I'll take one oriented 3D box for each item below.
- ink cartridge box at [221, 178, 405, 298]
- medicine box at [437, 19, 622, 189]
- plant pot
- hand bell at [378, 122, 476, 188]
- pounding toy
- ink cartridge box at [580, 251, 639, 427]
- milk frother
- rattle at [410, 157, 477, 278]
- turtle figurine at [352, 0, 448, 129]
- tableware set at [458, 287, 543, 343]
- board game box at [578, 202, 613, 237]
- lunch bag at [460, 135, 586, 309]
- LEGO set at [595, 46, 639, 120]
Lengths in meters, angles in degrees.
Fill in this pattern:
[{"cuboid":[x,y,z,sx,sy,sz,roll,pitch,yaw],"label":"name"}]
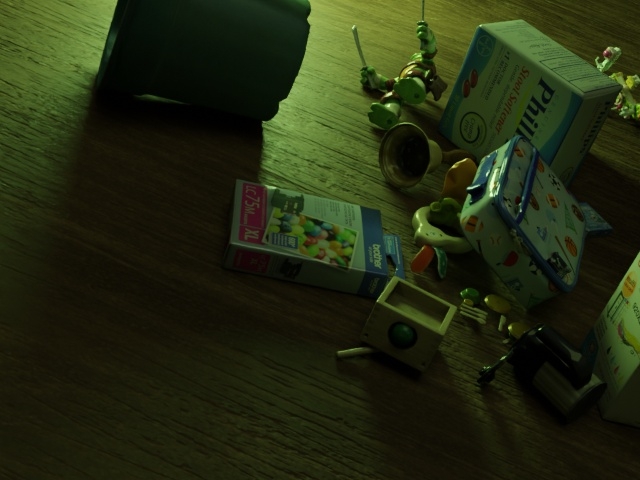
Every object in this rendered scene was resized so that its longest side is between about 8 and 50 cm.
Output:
[{"cuboid":[0.000,0.000,1.529,0.311,0.065,0.185,14,36,-11],"label":"ink cartridge box"},{"cuboid":[0.426,-0.272,1.917,0.149,0.263,0.289,-16,48,-39],"label":"medicine box"},{"cuboid":[-0.216,-0.393,1.746,0.334,0.341,0.341,17,34,-19],"label":"plant pot"},{"cuboid":[0.241,-0.165,1.849,0.242,0.126,0.126,-2,39,-47],"label":"hand bell"},{"cuboid":[0.116,0.137,1.387,0.130,0.100,0.141,27,25,9],"label":"pounding toy"},{"cuboid":[0.543,0.157,1.429,0.168,0.232,0.171,14,35,-9],"label":"ink cartridge box"},{"cuboid":[0.330,0.211,1.390,0.143,0.129,0.135,-42,57,-3],"label":"milk frother"},{"cuboid":[0.227,-0.037,1.623,0.130,0.142,0.200,44,34,8],"label":"rattle"},{"cuboid":[0.159,-0.384,2.004,0.198,0.274,0.266,-8,34,20],"label":"turtle figurine"},{"cuboid":[0.301,0.131,1.533,0.154,0.024,0.104,21,32,4],"label":"tableware set"},{"cuboid":[0.532,-0.042,1.872,0.090,0.020,0.090,-5,41,-31],"label":"board game box"},{"cuboid":[0.357,-0.040,1.618,0.243,0.115,0.303,50,34,-15],"label":"lunch bag"},{"cuboid":[0.774,-0.355,2.326,0.107,0.132,0.287,-14,53,-26],"label":"LEGO set"}]
